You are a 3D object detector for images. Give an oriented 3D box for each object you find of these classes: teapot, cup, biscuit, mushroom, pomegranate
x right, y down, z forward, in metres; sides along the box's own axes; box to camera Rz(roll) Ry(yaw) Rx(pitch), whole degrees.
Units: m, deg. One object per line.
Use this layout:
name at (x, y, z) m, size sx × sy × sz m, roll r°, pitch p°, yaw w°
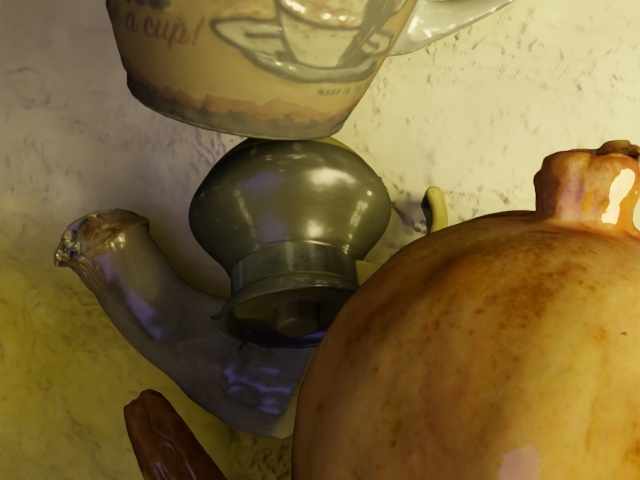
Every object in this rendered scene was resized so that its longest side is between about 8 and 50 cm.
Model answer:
teapot at (0.000, 0.000, 0.516) m, size 0.166 × 0.130 × 0.119 m, roll -3°, pitch 63°, yaw -5°
cup at (0.012, -0.193, 0.468) m, size 0.301 × 0.227 × 0.257 m, roll 8°, pitch 115°, yaw -7°
biscuit at (-0.044, 0.206, 0.497) m, size 0.052 × 0.277 × 0.262 m, roll -36°, pitch 88°, yaw -18°
mushroom at (-0.098, 0.056, 0.589) m, size 0.223 × 0.081 × 0.092 m, roll 33°, pitch 126°, yaw 18°
pomegranate at (0.114, 0.084, 0.411) m, size 0.229 × 0.252 × 0.270 m, roll 21°, pitch 112°, yaw 38°
